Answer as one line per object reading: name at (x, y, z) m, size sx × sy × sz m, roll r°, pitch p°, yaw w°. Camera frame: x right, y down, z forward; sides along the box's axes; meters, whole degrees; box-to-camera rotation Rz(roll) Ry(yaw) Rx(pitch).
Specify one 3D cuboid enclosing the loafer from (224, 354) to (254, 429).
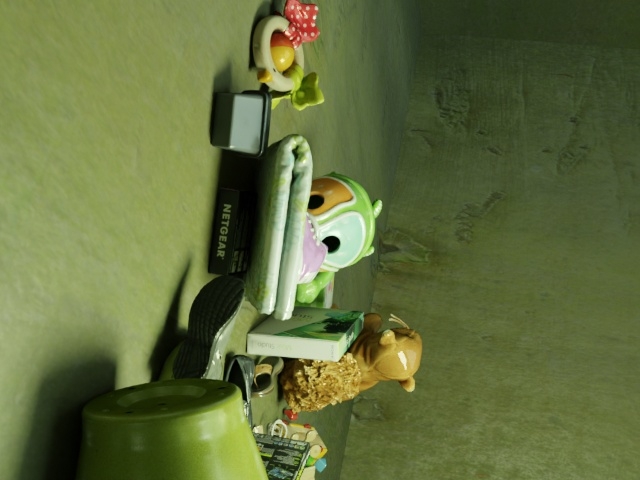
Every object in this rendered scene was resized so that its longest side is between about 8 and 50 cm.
loafer at (-0.193, 0.369, 1.893) m, size 0.078 × 0.076 × 0.223 m, roll 28°, pitch 66°, yaw -71°

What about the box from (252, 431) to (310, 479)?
box at (-0.137, 0.526, 1.960) m, size 0.184 × 0.190 × 0.045 m, roll -62°, pitch 155°, yaw -59°

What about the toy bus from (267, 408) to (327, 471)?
toy bus at (-0.082, 0.595, 2.426) m, size 0.104 × 0.202 × 0.191 m, roll -52°, pitch -179°, yaw 17°

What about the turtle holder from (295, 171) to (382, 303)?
turtle holder at (-0.009, -0.018, 2.203) m, size 0.227 × 0.243 × 0.320 m, roll -23°, pitch 160°, yaw -52°

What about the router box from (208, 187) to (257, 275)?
router box at (-0.181, -0.018, 1.758) m, size 0.133 × 0.046 × 0.179 m, roll -3°, pitch 101°, yaw -78°

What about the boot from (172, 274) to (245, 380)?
boot at (-0.208, 0.198, 1.576) m, size 0.161 × 0.083 × 0.247 m, roll 90°, pitch 18°, yaw -57°

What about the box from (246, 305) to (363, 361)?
box at (-0.031, 0.234, 2.156) m, size 0.322 × 0.232 × 0.059 m, roll -36°, pitch 128°, yaw -73°

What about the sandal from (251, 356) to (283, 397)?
sandal at (-0.146, 0.323, 2.050) m, size 0.219 × 0.090 × 0.060 m, roll -49°, pitch 129°, yaw -65°

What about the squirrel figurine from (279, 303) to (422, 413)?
squirrel figurine at (0.093, 0.359, 2.373) m, size 0.397 × 0.370 × 0.281 m, roll -27°, pitch 104°, yaw -40°

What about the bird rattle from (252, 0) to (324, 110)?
bird rattle at (-0.073, -0.415, 1.843) m, size 0.207 × 0.143 × 0.254 m, roll 1°, pitch 94°, yaw -61°

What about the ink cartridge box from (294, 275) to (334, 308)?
ink cartridge box at (-0.002, 0.103, 2.512) m, size 0.255 × 0.097 × 0.189 m, roll -46°, pitch 142°, yaw -68°

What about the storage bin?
storage bin at (-0.164, -0.233, 1.640) m, size 0.091 × 0.098 × 0.135 m, roll 0°, pitch 99°, yaw -49°

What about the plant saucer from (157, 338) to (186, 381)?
plant saucer at (-0.265, 0.294, 1.600) m, size 0.241 × 0.037 × 0.241 m, roll 8°, pitch 90°, yaw -77°

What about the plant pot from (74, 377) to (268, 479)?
plant pot at (-0.221, 0.403, 1.259) m, size 0.366 × 0.366 × 0.353 m, roll -20°, pitch 106°, yaw -76°

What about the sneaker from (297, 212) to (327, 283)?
sneaker at (-0.053, -0.034, 2.023) m, size 0.161 × 0.102 × 0.282 m, roll 9°, pitch 87°, yaw -36°

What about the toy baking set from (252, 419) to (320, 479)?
toy baking set at (-0.107, 0.587, 2.263) m, size 0.256 × 0.030 × 0.197 m, roll 25°, pitch 86°, yaw -33°

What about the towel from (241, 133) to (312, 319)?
towel at (-0.092, -0.030, 1.784) m, size 0.320 × 0.090 × 0.375 m, roll -167°, pitch -96°, yaw -77°
